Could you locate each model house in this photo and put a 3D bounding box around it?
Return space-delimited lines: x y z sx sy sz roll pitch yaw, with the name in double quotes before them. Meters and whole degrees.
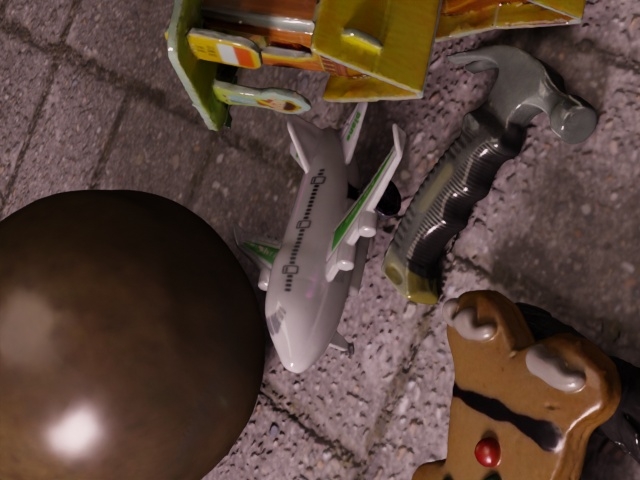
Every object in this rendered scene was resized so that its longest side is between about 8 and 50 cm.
"model house" 0.059 -0.254 1.120 0.323 0.340 0.300 9 76 8

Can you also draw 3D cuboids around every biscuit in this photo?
"biscuit" 0.130 0.198 1.051 0.197 0.049 0.302 26 111 56

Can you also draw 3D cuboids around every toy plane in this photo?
"toy plane" 0.004 0.001 1.255 0.251 0.101 0.255 -30 47 48

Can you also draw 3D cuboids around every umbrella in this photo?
"umbrella" 0.183 0.092 1.070 0.066 0.059 0.235 -52 38 -2

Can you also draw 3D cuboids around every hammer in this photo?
"hammer" 0.123 -0.056 1.202 0.226 0.041 0.159 -59 41 16

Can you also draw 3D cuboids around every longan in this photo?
"longan" -0.202 0.110 1.325 0.319 0.319 0.319 -20 62 44
